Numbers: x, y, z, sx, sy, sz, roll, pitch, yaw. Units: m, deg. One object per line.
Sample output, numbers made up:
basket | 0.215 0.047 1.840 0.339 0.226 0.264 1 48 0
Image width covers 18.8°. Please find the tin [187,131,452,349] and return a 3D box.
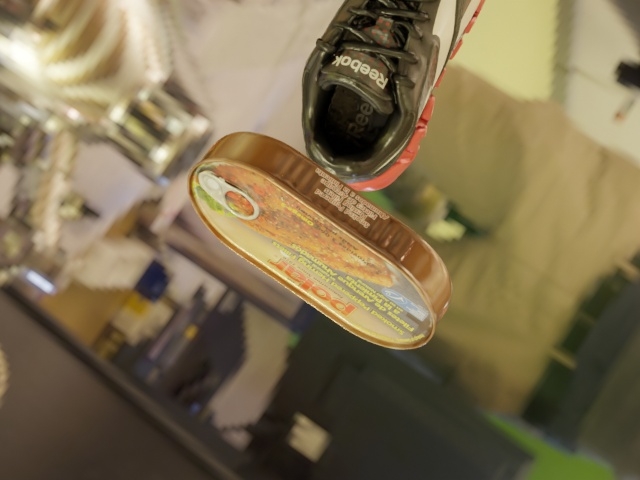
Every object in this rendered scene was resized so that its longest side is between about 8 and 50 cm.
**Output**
tin | 0.000 0.000 1.255 0.040 0.189 0.106 -55 179 -34

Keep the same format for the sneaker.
sneaker | 0.057 -0.160 1.470 0.276 0.097 0.135 -68 169 14
